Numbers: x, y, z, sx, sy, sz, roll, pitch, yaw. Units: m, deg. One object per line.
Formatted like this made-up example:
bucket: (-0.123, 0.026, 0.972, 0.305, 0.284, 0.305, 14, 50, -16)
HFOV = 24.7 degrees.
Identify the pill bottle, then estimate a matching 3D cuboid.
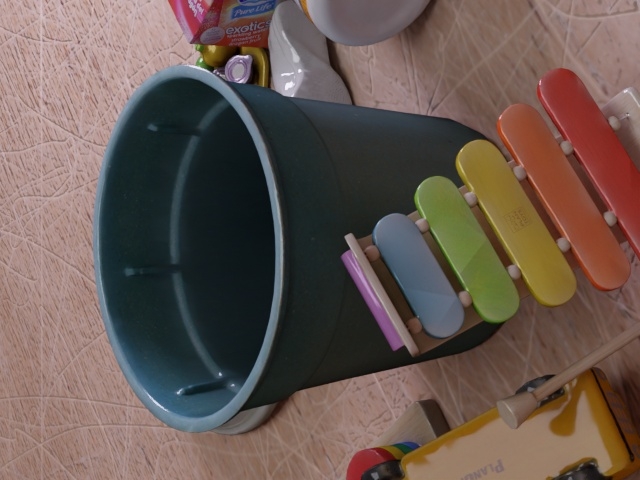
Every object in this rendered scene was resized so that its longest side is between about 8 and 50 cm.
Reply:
pill bottle: (-0.001, -0.346, 1.578, 0.278, 0.162, 0.162, 52, 131, 38)

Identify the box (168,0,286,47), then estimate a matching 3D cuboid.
box: (-0.129, -0.366, 1.776, 0.123, 0.128, 0.257, -54, 50, 40)

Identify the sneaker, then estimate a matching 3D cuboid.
sneaker: (-0.020, -0.169, 1.701, 0.094, 0.080, 0.212, 131, 134, -57)

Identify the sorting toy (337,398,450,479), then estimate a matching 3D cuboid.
sorting toy: (0.075, 0.347, 1.575, 0.257, 0.089, 0.255, -52, 52, 41)

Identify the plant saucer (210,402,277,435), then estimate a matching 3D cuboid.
plant saucer: (-0.189, 0.065, 1.854, 0.400, 0.100, 0.401, 26, 123, 48)

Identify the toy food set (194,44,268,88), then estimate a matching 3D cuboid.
toy food set: (-0.129, -0.171, 1.837, 0.128, 0.071, 0.218, 12, 102, 53)

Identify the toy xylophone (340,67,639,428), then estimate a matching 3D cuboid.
toy xylophone: (0.186, 0.010, 1.267, 0.236, 0.322, 0.081, 52, 164, 6)

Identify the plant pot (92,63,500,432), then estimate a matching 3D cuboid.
plant pot: (0.000, 0.000, 1.452, 0.341, 0.334, 0.341, 6, 98, 53)

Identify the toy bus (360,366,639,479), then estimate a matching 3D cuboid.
toy bus: (0.148, 0.239, 1.379, 0.332, 0.130, 0.108, -32, 64, 23)
